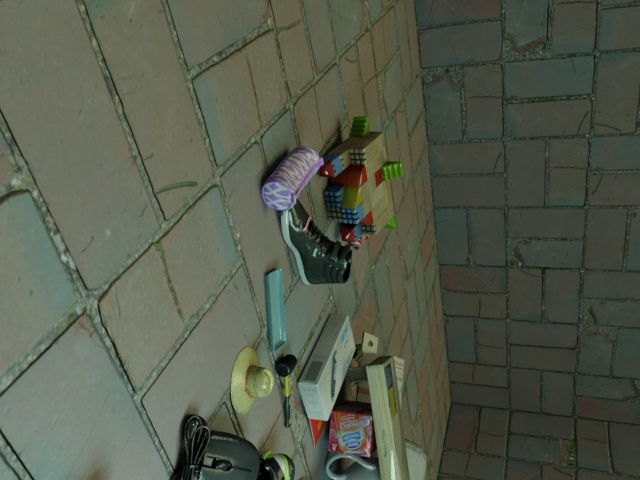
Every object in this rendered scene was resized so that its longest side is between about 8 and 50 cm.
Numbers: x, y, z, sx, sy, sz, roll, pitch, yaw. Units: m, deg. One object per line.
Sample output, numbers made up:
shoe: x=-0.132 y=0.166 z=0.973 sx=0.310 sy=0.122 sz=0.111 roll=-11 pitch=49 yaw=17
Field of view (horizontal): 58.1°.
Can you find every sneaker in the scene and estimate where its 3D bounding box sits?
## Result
sneaker: x=0.000 y=0.000 z=1.456 sx=0.104 sy=0.147 sz=0.295 roll=-65 pitch=147 yaw=-42
sneaker: x=0.130 y=0.003 z=1.930 sx=0.118 sy=0.042 sz=0.066 roll=14 pitch=74 yaw=-60
sneaker: x=-0.127 y=0.592 z=1.295 sx=0.097 sy=0.084 sz=0.234 roll=17 pitch=73 yaw=-41

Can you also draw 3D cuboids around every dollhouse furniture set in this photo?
dollhouse furniture set: x=0.125 y=0.413 z=1.869 sx=0.151 sy=0.076 sz=0.058 roll=-100 pitch=-179 yaw=-49

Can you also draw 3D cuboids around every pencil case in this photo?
pencil case: x=-0.065 y=-0.149 z=1.360 sx=0.206 sy=0.088 sz=0.086 roll=-63 pitch=147 yaw=-49

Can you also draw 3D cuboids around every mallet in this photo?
mallet: x=-0.080 y=0.372 z=1.433 sx=0.062 sy=0.039 sz=0.189 roll=-51 pitch=142 yaw=-61

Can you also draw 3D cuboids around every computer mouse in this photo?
computer mouse: x=-0.183 y=0.444 z=1.112 sx=0.272 sy=0.072 sz=0.188 roll=46 pitch=48 yaw=-61

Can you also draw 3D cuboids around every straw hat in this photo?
straw hat: x=-0.135 y=0.305 z=1.243 sx=0.144 sy=0.061 sz=0.144 roll=1 pitch=90 yaw=-69

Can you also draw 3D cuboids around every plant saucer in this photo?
plant saucer: x=-0.107 y=0.164 z=1.366 sx=0.067 sy=0.018 sz=0.191 roll=-26 pitch=116 yaw=-66

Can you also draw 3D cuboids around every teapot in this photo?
teapot: x=0.117 y=0.784 z=1.749 sx=0.252 sy=0.187 sz=0.255 roll=65 pitch=18 yaw=-61

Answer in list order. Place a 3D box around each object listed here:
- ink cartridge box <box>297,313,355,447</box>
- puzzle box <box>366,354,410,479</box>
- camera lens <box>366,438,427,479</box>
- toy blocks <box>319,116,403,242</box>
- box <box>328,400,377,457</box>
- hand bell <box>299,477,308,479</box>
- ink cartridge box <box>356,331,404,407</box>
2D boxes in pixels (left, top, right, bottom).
ink cartridge box: x=0.034 y=0.406 z=1.678 sx=0.296 sy=0.066 sz=0.261 roll=-59 pitch=144 yaw=-52
puzzle box: x=0.207 y=0.560 z=1.730 sx=0.272 sy=0.052 sz=0.408 roll=23 pitch=59 yaw=-75
camera lens: x=0.259 y=0.863 z=2.066 sx=0.274 sy=0.220 sz=0.219 roll=-68 pitch=150 yaw=-43
toy blocks: x=0.111 y=-0.147 z=1.739 sx=0.261 sy=0.191 sz=0.381 roll=-45 pitch=132 yaw=-45
box: x=0.116 y=0.573 z=1.774 sx=0.257 sy=0.128 sz=0.122 roll=32 pitch=63 yaw=-74
hand bell: x=0.055 y=0.707 z=1.504 sx=0.126 sy=0.242 sz=0.126 roll=2 pitch=90 yaw=-69
ink cartridge box: x=0.221 y=0.520 z=2.085 sx=0.207 sy=0.119 sz=0.353 roll=36 pitch=57 yaw=-64
